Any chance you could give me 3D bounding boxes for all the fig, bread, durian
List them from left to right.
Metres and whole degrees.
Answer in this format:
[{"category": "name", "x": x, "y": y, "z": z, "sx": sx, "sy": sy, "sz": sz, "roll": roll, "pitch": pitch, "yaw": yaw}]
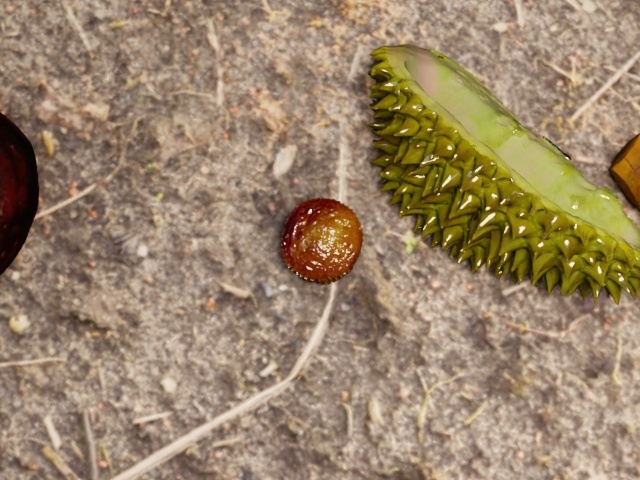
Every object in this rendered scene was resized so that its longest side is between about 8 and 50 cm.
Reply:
[{"category": "fig", "x": -0.355, "y": -0.002, "z": 0.861, "sx": 0.203, "sy": 0.186, "sz": 0.250, "roll": -7, "pitch": 85, "yaw": -20}, {"category": "bread", "x": 0.000, "y": 0.000, "z": 0.915, "sx": 0.085, "sy": 0.053, "sz": 0.085, "roll": 0, "pitch": 78, "yaw": 1}, {"category": "durian", "x": 0.172, "y": -0.062, "z": 0.880, "sx": 0.355, "sy": 0.157, "sz": 0.169, "roll": 40, "pitch": 65, "yaw": 8}]

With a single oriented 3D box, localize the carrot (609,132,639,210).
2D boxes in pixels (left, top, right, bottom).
[{"category": "carrot", "x": 0.396, "y": -0.009, "z": 0.909, "sx": 0.260, "sy": 0.070, "sz": 0.070, "roll": 36, "pitch": 81, "yaw": 6}]
